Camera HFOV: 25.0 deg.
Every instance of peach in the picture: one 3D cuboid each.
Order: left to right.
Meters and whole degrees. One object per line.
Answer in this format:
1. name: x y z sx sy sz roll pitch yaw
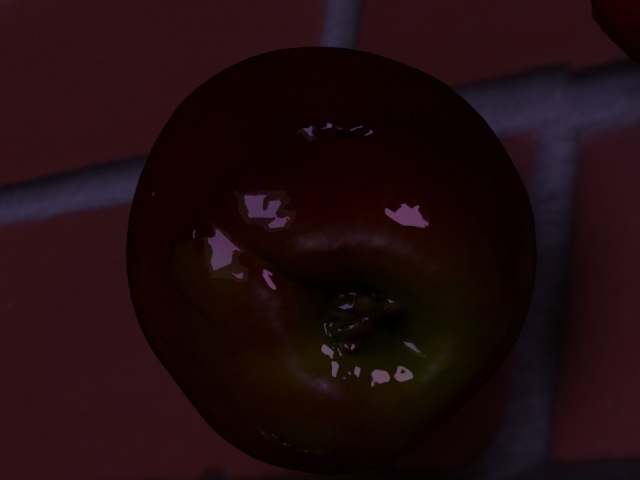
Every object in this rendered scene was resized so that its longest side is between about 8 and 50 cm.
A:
1. peach: 0.000 0.000 0.653 0.197 0.197 0.197 -20 53 28

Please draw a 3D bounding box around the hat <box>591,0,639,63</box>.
1. hat: 0.203 -0.226 0.613 0.242 0.274 0.332 43 120 47
